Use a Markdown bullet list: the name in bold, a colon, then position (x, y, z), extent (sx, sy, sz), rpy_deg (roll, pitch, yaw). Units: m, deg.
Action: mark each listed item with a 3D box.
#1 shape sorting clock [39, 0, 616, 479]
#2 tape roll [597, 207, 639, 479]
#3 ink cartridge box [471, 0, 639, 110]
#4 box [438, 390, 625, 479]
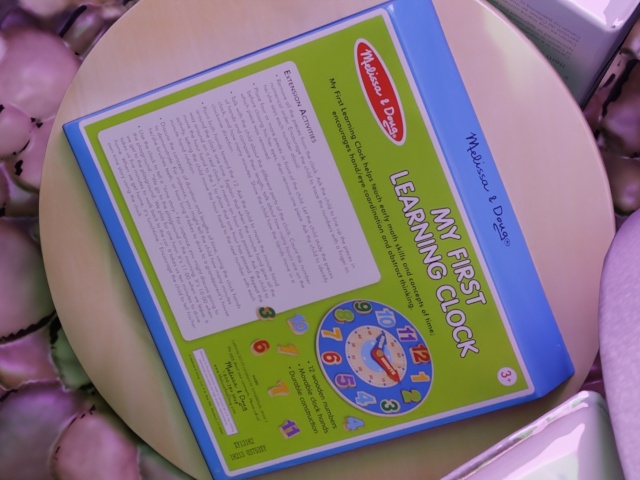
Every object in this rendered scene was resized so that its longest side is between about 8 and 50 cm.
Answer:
- **shape sorting clock**: position (0.000, 0.000, 0.654), extent (0.206, 0.040, 0.206), rpy_deg (6, 108, 18)
- **tape roll**: position (0.226, 0.130, 0.524), extent (0.072, 0.392, 0.392), rpy_deg (-38, 75, 25)
- **ink cartridge box**: position (0.056, -0.089, 0.680), extent (0.109, 0.150, 0.063), rpy_deg (33, 68, 6)
- **box**: position (0.047, 0.160, 0.552), extent (0.127, 0.232, 0.148), rpy_deg (-31, 77, -13)
